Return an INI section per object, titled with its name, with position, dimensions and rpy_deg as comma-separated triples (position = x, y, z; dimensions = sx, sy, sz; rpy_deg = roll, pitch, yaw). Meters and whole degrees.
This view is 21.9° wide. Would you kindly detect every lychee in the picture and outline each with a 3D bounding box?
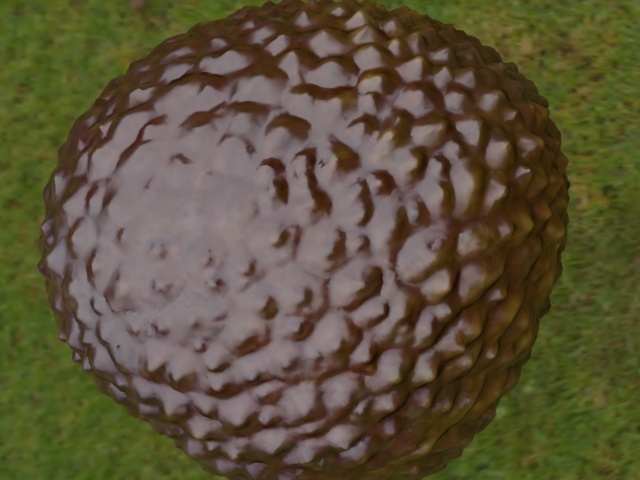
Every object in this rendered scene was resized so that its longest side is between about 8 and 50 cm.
[lychee]
position = -0.006, 0.000, 0.591
dimensions = 0.194, 0.194, 0.194
rpy_deg = 1, 93, 32
